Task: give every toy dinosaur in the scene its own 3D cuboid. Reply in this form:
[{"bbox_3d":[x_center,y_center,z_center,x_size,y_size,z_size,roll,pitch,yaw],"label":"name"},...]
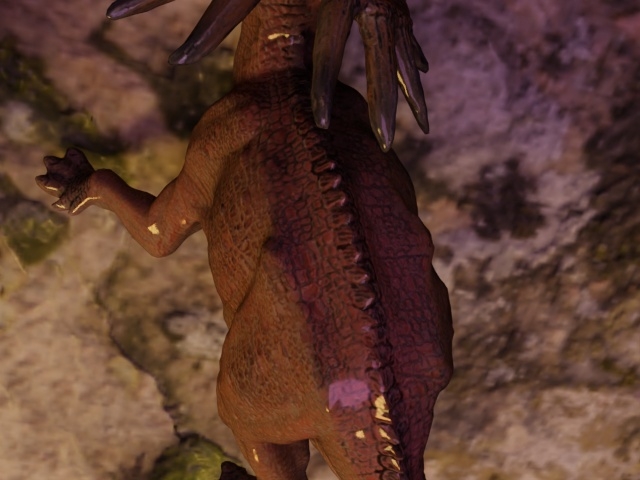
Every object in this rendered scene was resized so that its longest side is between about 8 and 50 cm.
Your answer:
[{"bbox_3d":[0.000,0.000,0.373,0.127,0.296,0.200,-17,167,-26],"label":"toy dinosaur"}]
